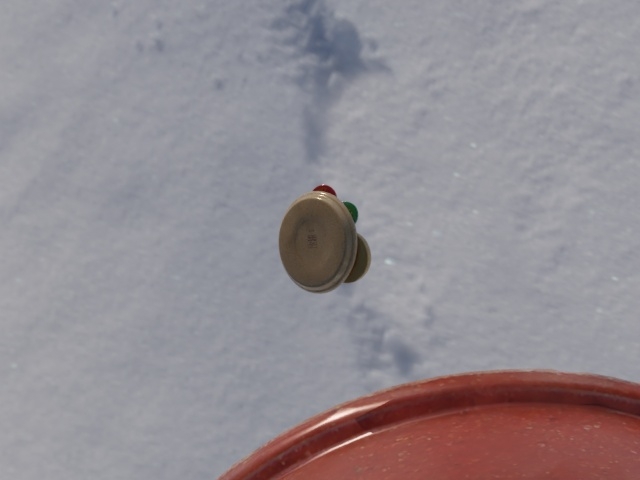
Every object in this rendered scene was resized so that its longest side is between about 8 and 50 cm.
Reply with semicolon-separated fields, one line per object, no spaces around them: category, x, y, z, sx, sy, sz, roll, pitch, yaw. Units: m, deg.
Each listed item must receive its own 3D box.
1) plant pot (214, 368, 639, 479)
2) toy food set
plant pot;0.059;0.194;0.313;0.272;0.272;0.265;-63;5;10
toy food set;0.000;0.000;1.128;0.083;0.020;0.083;-26;75;38
